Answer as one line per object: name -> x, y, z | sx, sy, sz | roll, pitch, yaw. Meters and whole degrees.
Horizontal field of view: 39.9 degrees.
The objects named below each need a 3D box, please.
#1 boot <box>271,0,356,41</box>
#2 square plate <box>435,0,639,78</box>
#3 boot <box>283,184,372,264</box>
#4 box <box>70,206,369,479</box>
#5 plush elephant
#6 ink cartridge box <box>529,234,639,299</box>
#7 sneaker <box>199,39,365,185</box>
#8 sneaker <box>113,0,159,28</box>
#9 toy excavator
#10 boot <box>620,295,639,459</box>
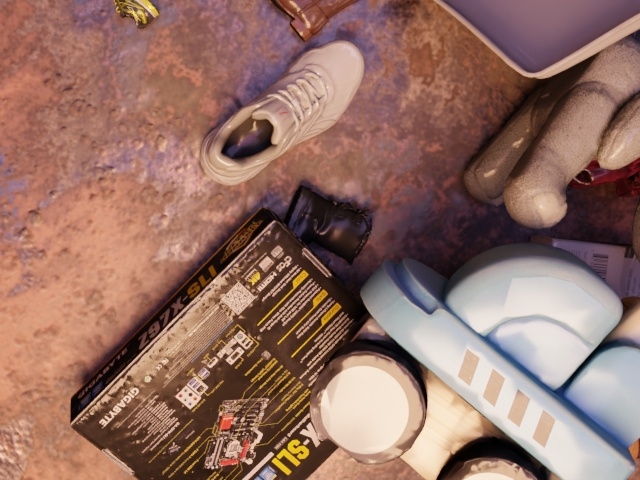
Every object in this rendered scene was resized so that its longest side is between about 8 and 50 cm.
boot -> -0.005, -0.308, 1.036 | 0.114, 0.037, 0.106 | -39, 111, 0
square plate -> 0.287, -0.310, 0.954 | 0.347, 0.344, 0.049 | -28, 132, -4
boot -> 0.000, 0.000, 1.059 | 0.099, 0.045, 0.121 | 24, 93, -14
box -> -0.084, 0.163, 1.016 | 0.322, 0.079, 0.257 | -46, 112, 0
plush elephant -> 0.358, -0.095, 0.978 | 0.255, 0.272, 0.330 | 38, 89, -7
ink cartridge box -> 0.354, 0.072, 1.087 | 0.190, 0.082, 0.140 | 6, 94, -9
sneaker -> -0.035, -0.144, 1.005 | 0.232, 0.115, 0.090 | -42, 98, -2
sneaker -> -0.227, -0.277, 1.013 | 0.083, 0.031, 0.035 | 37, 90, -8
toy excavator -> 0.273, 0.097, 0.828 | 0.433, 0.222, 0.445 | 39, 103, 5
boot -> 0.413, 0.159, 1.029 | 0.206, 0.090, 0.248 | -3, 128, -9
